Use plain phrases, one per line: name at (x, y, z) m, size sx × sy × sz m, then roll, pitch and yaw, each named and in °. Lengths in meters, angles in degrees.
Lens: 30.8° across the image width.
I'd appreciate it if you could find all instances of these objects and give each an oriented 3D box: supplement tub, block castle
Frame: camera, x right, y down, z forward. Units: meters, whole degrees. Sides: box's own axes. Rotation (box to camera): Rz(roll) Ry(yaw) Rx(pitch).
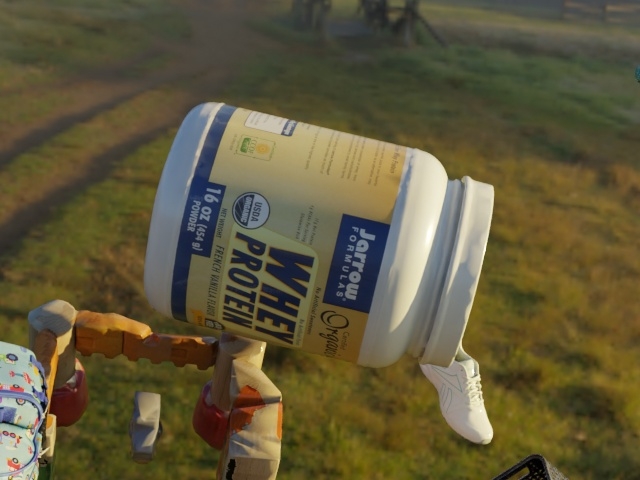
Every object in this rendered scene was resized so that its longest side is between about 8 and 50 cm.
supplement tub at (0.000, 0.000, 1.182) m, size 0.316 × 0.228 × 0.228 m, roll 13°, pitch 15°, yaw 3°
block castle at (-0.205, 0.297, 1.223) m, size 0.303 × 0.212 × 0.453 m, roll 7°, pitch 43°, yaw -6°

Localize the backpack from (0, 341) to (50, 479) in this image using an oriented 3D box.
backpack at (-0.307, 0.170, 0.979) m, size 0.158 × 0.117 × 0.173 m, roll 16°, pitch 22°, yaw -20°

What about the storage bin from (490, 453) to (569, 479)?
storage bin at (0.259, 0.363, 1.393) m, size 0.084 × 0.122 × 0.180 m, roll 42°, pitch 22°, yaw -27°

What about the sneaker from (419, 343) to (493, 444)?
sneaker at (0.177, 0.186, 1.464) m, size 0.054 × 0.061 × 0.152 m, roll 3°, pitch 49°, yaw -41°

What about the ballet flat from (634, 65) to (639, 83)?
ballet flat at (0.496, -0.238, 1.687) m, size 0.041 × 0.041 × 0.114 m, roll 3°, pitch 14°, yaw -8°
